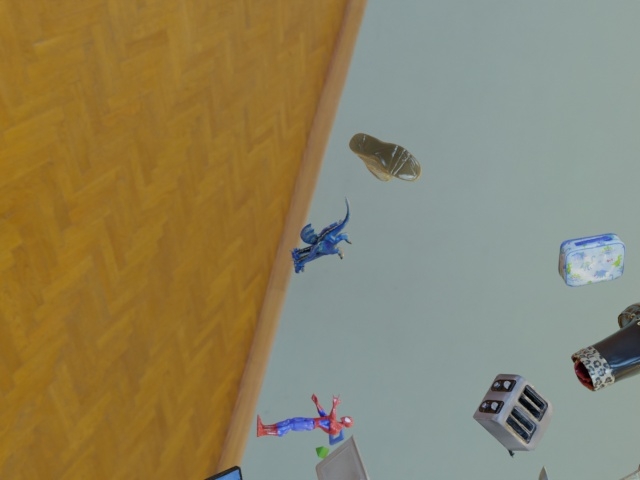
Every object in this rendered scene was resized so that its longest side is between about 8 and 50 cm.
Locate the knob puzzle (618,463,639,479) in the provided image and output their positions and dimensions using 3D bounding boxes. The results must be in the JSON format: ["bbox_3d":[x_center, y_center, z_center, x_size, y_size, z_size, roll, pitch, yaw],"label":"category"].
[{"bbox_3d":[0.571,0.457,0.996,0.030,0.213,0.213,108,-1,-76],"label":"knob puzzle"}]

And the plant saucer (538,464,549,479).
[{"bbox_3d":[0.780,0.873,2.072,0.195,0.037,0.194,-17,90,-75],"label":"plant saucer"}]

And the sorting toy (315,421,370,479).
[{"bbox_3d":[0.076,0.750,1.933,0.047,0.347,0.196,34,108,-31],"label":"sorting toy"}]

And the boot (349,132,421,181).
[{"bbox_3d":[0.231,-0.243,1.985,0.095,0.262,0.203,-60,155,-4],"label":"boot"}]

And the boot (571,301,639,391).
[{"bbox_3d":[0.528,0.186,1.078,0.236,0.179,0.085,-36,104,-84],"label":"boot"}]

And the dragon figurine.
[{"bbox_3d":[0.000,0.000,1.671,0.289,0.144,0.085,117,-42,-56],"label":"dragon figurine"}]

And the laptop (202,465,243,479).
[{"bbox_3d":[-0.245,0.665,1.317,0.264,0.234,0.136,67,-21,15],"label":"laptop"}]

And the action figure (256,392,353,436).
[{"bbox_3d":[-0.041,0.497,1.757,0.091,0.280,0.139,-158,-108,-82],"label":"action figure"}]

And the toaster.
[{"bbox_3d":[0.558,0.501,1.738,0.168,0.186,0.110,-49,-174,-24],"label":"toaster"}]

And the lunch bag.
[{"bbox_3d":[0.981,0.066,2.192,0.090,0.219,0.176,-93,170,-58],"label":"lunch bag"}]
